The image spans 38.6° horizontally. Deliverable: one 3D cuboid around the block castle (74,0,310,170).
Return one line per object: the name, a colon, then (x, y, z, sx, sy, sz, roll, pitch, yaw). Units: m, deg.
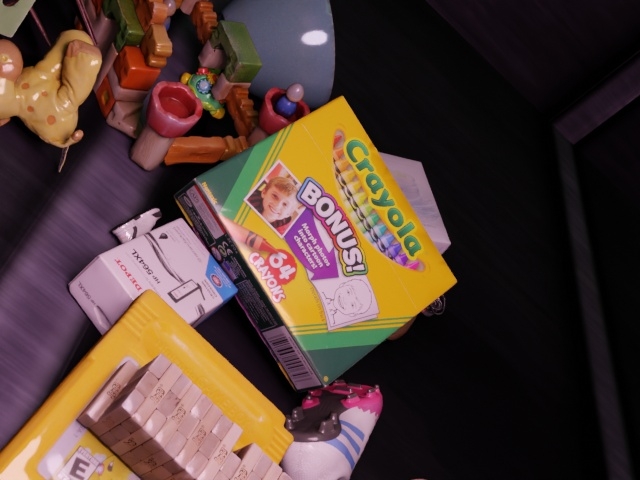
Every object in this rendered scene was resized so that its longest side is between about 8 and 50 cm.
block castle: (-0.230, -0.354, 1.589, 0.303, 0.213, 0.453, -4, 61, -37)

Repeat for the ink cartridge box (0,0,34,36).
ink cartridge box: (-0.516, -0.405, 1.314, 0.235, 0.056, 0.171, 19, 68, 9)

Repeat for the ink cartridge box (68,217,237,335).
ink cartridge box: (-0.235, 0.070, 1.311, 0.148, 0.086, 0.203, 52, 30, 2)

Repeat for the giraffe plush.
giraffe plush: (-0.437, -0.223, 1.330, 0.170, 0.181, 0.210, 15, 79, -31)

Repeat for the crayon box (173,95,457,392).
crayon box: (0.000, 0.000, 1.440, 0.313, 0.106, 0.363, -34, 94, -31)

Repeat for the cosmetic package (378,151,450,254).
cosmetic package: (0.106, -0.056, 1.806, 0.224, 0.138, 0.224, 10, 46, -29)

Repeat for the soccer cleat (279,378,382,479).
soccer cleat: (0.011, 0.304, 1.382, 0.331, 0.116, 0.143, -13, 106, -71)

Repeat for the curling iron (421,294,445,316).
curling iron: (0.145, 0.058, 1.868, 0.274, 0.035, 0.068, 38, 62, -3)

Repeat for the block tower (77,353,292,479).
block tower: (-0.119, 0.277, 1.065, 0.335, 0.097, 0.091, 45, 45, -9)

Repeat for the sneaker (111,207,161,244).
sneaker: (-0.279, -0.018, 1.407, 0.043, 0.040, 0.109, 63, 32, -10)

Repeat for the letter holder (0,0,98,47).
letter holder: (-0.500, -0.446, 1.474, 0.302, 0.152, 0.214, 61, -9, 17)

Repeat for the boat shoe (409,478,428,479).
boat shoe: (0.229, 0.469, 1.470, 0.341, 0.122, 0.110, 45, 24, -29)

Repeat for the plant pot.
plant pot: (-0.104, -0.407, 1.871, 0.195, 0.290, 0.290, -8, 56, -15)

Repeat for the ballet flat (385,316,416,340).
ballet flat: (0.051, 0.066, 1.657, 0.342, 0.124, 0.116, 36, 33, -23)

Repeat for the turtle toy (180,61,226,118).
turtle toy: (-0.217, -0.302, 1.764, 0.095, 0.066, 0.130, 25, 38, -36)

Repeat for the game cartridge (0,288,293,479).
game cartridge: (-0.201, 0.258, 1.105, 0.285, 0.053, 0.323, 45, 47, -10)
